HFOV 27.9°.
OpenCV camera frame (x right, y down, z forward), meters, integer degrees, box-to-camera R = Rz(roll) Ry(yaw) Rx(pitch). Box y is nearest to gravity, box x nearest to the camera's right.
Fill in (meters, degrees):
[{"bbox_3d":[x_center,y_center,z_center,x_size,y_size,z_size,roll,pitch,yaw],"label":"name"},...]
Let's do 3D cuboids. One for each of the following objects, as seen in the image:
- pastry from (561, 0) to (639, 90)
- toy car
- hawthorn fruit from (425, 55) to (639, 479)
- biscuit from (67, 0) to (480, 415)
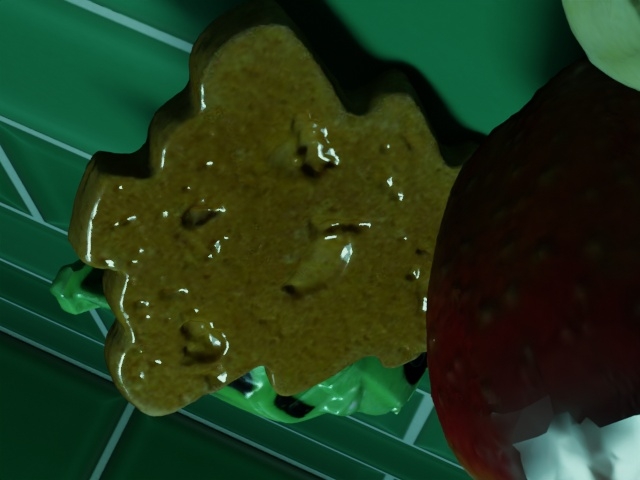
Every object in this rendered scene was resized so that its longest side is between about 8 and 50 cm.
[{"bbox_3d":[0.153,-0.092,0.398,0.156,0.092,0.156,0,-179,0],"label":"pastry"},{"bbox_3d":[-0.042,0.057,1.038,0.213,0.176,0.359,18,162,25],"label":"toy car"},{"bbox_3d":[0.150,0.065,0.569,0.254,0.300,0.254,24,157,11],"label":"hawthorn fruit"},{"bbox_3d":[0.000,0.000,0.791,0.306,0.284,0.043,10,-151,-24],"label":"biscuit"}]
